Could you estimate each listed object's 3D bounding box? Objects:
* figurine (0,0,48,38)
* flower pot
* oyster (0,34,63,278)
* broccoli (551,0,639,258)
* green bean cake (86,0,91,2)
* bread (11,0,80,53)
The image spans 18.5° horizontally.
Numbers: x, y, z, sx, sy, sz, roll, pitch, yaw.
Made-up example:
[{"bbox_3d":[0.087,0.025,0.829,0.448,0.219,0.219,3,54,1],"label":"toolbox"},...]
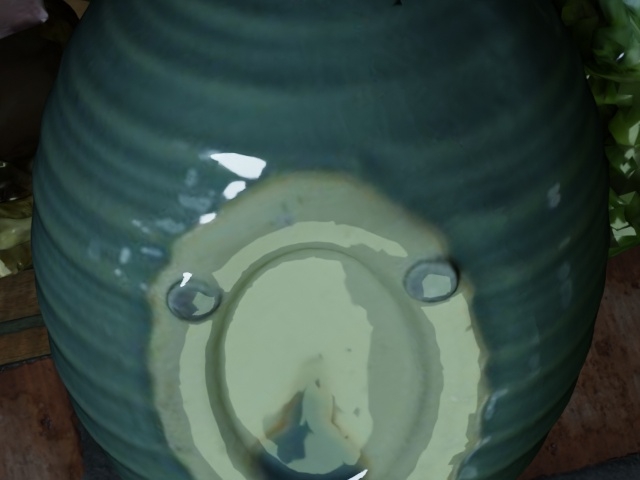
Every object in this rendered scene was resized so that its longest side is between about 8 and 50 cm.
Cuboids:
[{"bbox_3d":[-0.027,-0.194,0.476,0.253,0.211,0.361,3,162,-34],"label":"figurine"},{"bbox_3d":[0.000,0.000,0.649,0.189,0.243,0.157,-1,-146,3],"label":"flower pot"},{"bbox_3d":[-0.234,-0.063,0.858,0.361,0.221,0.096,9,123,-8],"label":"oyster"},{"bbox_3d":[0.208,-0.098,0.765,0.277,0.317,0.338,-48,-155,-14],"label":"broccoli"},{"bbox_3d":[0.012,-0.181,0.913,0.255,0.132,0.241,-20,172,31],"label":"green bean cake"},{"bbox_3d":[-0.235,-0.091,1.070,0.230,0.123,0.230,-7,170,-1],"label":"bread"}]
